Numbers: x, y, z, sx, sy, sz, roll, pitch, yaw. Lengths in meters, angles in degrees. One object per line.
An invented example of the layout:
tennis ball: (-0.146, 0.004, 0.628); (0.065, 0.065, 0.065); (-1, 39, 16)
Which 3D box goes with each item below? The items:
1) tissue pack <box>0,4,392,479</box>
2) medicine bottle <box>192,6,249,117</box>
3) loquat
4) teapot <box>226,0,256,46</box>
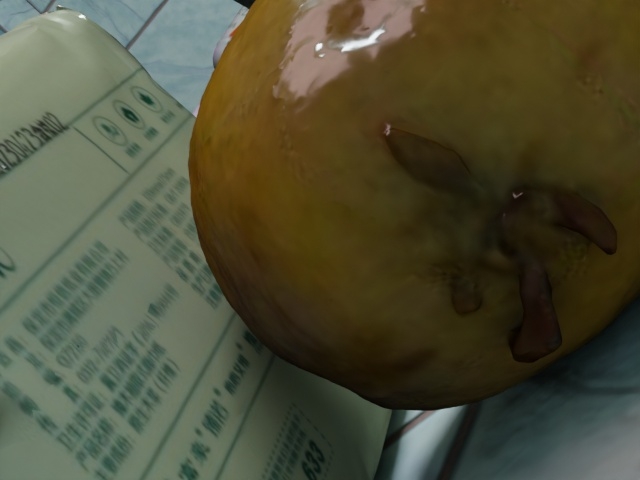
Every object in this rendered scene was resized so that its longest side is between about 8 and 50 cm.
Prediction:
tissue pack: (-0.131, 0.074, 0.590); (0.207, 0.297, 0.380); (-43, 6, 20)
medicine bottle: (-0.015, -0.166, 1.530); (0.302, 0.241, 0.241); (-58, 7, -4)
loquat: (0.050, -0.040, 0.539); (0.238, 0.193, 0.238); (-39, 13, 11)
teapot: (0.032, -0.254, 1.295); (0.300, 0.344, 0.253); (-43, 7, 36)
